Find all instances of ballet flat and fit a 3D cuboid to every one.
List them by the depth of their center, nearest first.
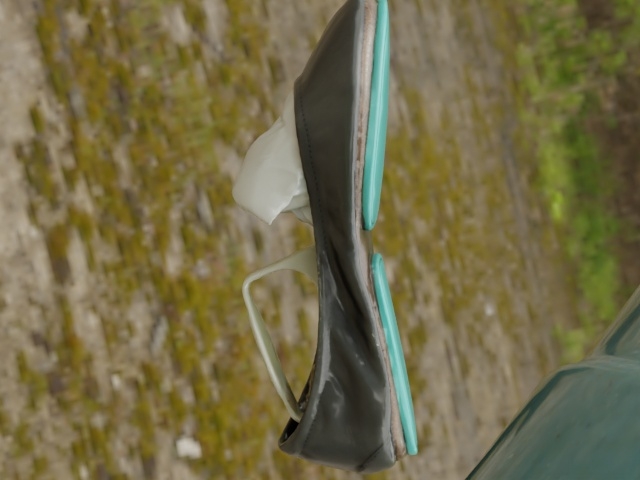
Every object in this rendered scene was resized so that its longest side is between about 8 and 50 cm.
[{"bbox_3d":[0.000,0.000,0.913,0.095,0.096,0.280,-60,146,-83],"label":"ballet flat"}]

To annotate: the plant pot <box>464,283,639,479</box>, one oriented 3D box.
[{"bbox_3d":[0.242,0.049,0.461,0.334,0.341,0.341,-56,152,-9],"label":"plant pot"}]
